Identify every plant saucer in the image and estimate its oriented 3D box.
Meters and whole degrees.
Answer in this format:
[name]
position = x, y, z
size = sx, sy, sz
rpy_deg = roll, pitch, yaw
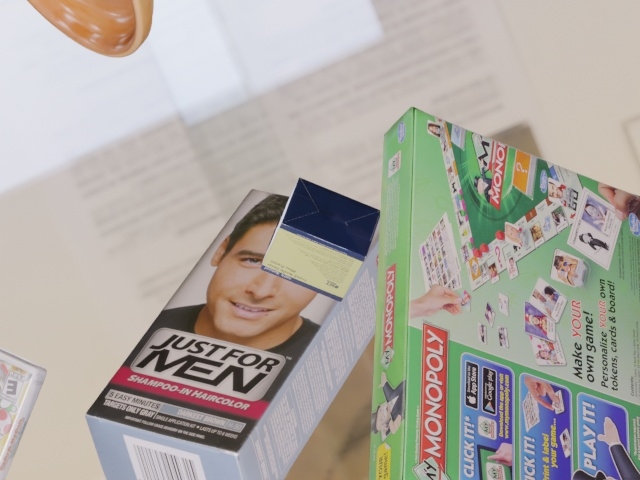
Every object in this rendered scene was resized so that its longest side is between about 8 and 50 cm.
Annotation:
[plant saucer]
position = -0.183, -0.217, 1.374
size = 0.037, 0.200, 0.200
rpy_deg = -42, -159, -22

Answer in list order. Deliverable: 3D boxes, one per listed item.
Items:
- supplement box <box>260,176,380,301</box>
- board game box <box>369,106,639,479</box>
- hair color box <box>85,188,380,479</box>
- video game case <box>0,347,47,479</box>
[supplement box]
position = 0.000, 0.000, 1.794
size = 0.083, 0.083, 0.056
rpy_deg = 116, -5, -55
[board game box]
position = 0.140, 0.075, 1.401
size = 0.046, 0.213, 0.317
rpy_deg = -44, -146, 48
[hair color box]
position = -0.072, 0.114, 2.122
size = 0.185, 0.113, 0.374
rpy_deg = 12, -135, 25
[video game case]
position = -0.397, 0.183, 1.947
size = 0.227, 0.206, 0.026
rpy_deg = 21, 179, 27
